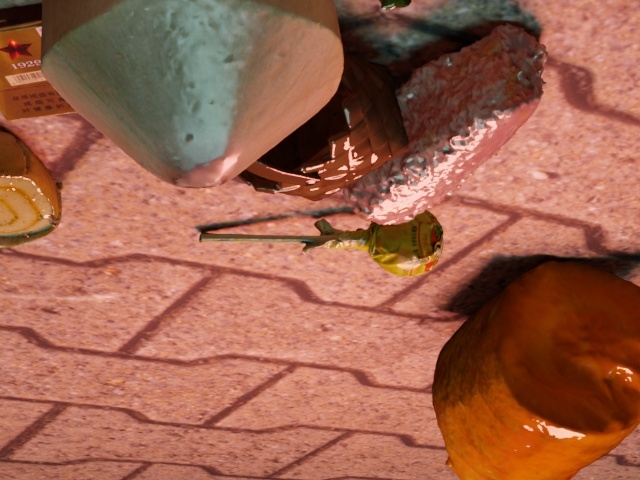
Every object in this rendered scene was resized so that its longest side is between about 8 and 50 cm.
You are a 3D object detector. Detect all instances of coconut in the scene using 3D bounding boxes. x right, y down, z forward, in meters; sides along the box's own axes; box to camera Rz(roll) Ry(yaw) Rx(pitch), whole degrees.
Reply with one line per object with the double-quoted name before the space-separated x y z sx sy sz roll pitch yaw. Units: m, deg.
"coconut" -0.086 -0.143 0.855 0.202 0.222 0.202 -6 160 -2

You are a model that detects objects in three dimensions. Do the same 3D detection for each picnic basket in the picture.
"picnic basket" -0.028 -0.105 1.054 0.138 0.128 0.178 -30 148 35

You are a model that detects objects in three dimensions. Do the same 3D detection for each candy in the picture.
"candy" 0.000 -0.002 1.372 0.262 0.077 0.073 1 177 6

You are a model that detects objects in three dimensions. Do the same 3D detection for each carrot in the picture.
"carrot" 0.270 0.182 1.601 0.241 0.241 0.340 3 150 -18

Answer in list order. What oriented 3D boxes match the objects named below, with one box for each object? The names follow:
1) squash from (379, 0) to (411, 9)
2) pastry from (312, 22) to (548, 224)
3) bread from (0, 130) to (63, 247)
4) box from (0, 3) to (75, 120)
"squash" 0.030 -0.261 0.774 0.101 0.101 0.378 -8 152 5
"pastry" 0.088 -0.088 1.139 0.265 0.112 0.103 -26 156 37
"bread" -0.310 -0.050 1.193 0.117 0.064 0.156 -12 153 3
"box" -0.238 -0.144 1.055 0.090 0.023 0.133 -9 154 5
